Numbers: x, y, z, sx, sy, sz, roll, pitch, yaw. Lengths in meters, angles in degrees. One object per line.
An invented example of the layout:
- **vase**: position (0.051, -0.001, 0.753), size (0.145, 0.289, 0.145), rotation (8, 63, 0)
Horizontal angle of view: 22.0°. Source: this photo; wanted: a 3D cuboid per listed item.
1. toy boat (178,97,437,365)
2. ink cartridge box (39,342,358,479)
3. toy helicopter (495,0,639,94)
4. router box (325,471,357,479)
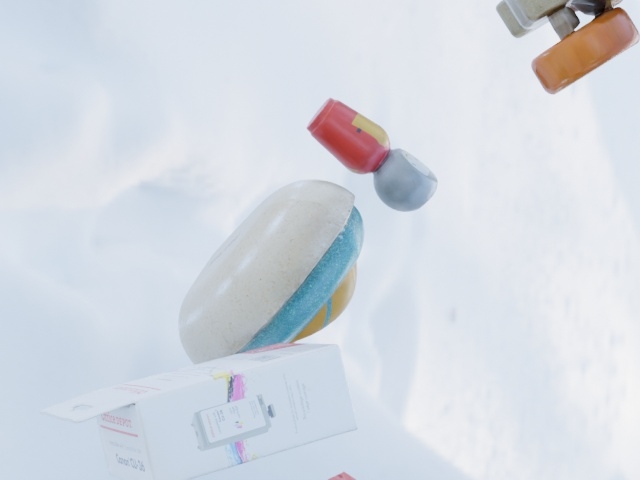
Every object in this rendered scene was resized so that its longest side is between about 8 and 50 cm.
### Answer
- **toy boat**: position (0.000, 0.000, 1.635), size (0.318, 0.148, 0.267), rotation (-57, -171, -33)
- **ink cartridge box**: position (-0.089, 0.128, 1.178), size (0.115, 0.198, 0.067), rotation (-6, -84, 67)
- **toy helicopter**: position (0.250, -0.239, 1.337), size (0.140, 0.235, 0.355), rotation (57, 10, 0)
- **router box**: position (0.085, 0.447, 1.637), size (0.082, 0.301, 0.335), rotation (-20, 125, -40)
